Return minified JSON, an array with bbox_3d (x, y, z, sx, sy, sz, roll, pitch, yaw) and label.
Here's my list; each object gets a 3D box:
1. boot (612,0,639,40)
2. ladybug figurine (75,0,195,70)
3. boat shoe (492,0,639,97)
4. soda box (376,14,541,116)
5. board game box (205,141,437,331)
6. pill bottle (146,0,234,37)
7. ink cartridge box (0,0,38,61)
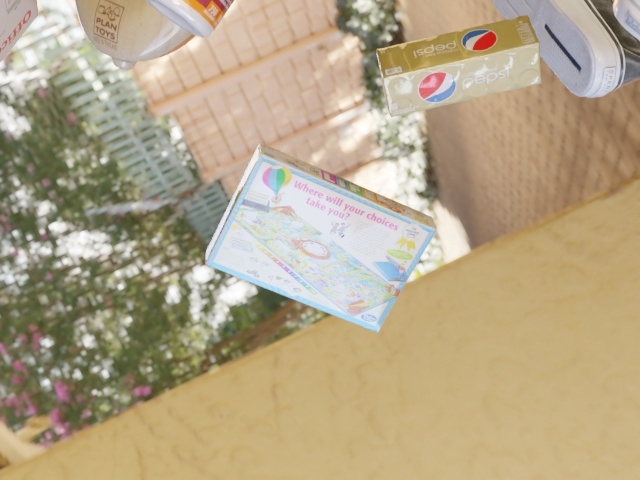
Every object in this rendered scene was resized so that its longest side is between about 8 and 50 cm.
[{"bbox_3d":[0.308,-0.253,0.858,0.095,0.123,0.258,29,-140,-2],"label":"boot"},{"bbox_3d":[-0.240,-0.487,1.737,0.305,0.449,0.162,27,-170,28],"label":"ladybug figurine"},{"bbox_3d":[0.308,-0.309,1.361,0.121,0.119,0.335,109,144,-54],"label":"boat shoe"},{"bbox_3d":[0.160,-0.201,1.249,0.061,0.181,0.058,74,-174,-46],"label":"soda box"},{"bbox_3d":[0.000,0.000,0.856,0.154,0.103,0.026,23,-158,-15],"label":"board game box"},{"bbox_3d":[-0.106,-0.286,1.079,0.086,0.152,0.086,33,178,1],"label":"pill bottle"},{"bbox_3d":[-0.414,-0.284,1.167,0.117,0.207,0.283,28,154,4],"label":"ink cartridge box"}]
